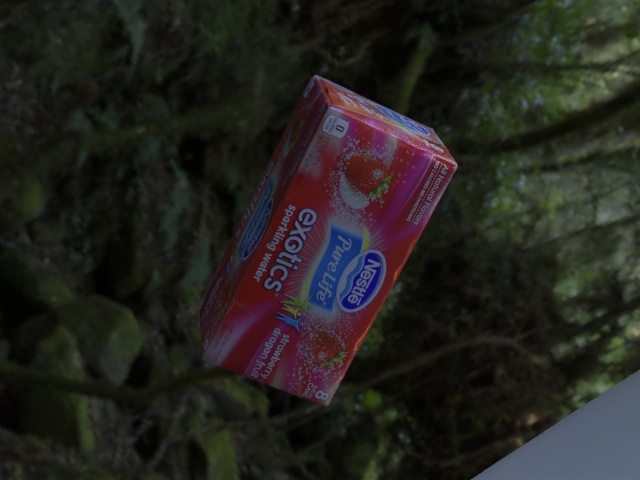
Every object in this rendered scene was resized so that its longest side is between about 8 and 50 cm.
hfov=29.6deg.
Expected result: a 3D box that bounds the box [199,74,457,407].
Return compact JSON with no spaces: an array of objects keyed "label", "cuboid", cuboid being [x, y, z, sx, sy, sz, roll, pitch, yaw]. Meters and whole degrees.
[{"label":"box","cuboid":[0.000,0.000,1.079,0.128,0.257,0.122,23,17,-15]}]

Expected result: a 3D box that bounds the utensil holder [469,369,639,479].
[{"label":"utensil holder","cuboid":[0.207,0.272,0.778,0.327,0.385,0.327,45,19,-20]}]
